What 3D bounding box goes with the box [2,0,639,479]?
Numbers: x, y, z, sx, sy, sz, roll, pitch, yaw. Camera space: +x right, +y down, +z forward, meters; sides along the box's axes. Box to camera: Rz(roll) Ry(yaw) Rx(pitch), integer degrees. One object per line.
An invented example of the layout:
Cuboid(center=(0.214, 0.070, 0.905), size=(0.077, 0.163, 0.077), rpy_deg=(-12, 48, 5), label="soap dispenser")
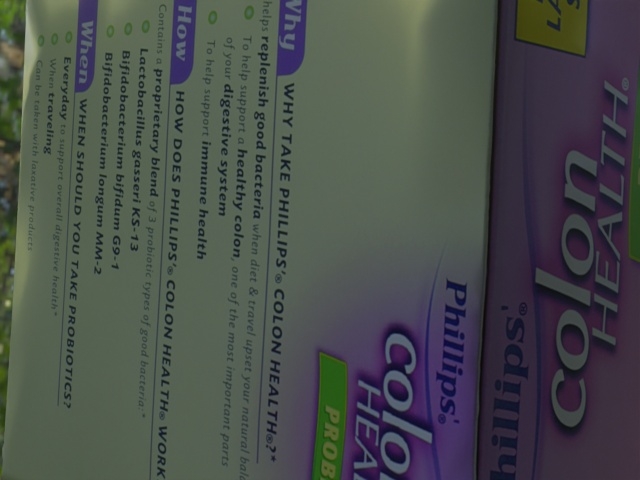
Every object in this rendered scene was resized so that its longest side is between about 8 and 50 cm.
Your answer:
Cuboid(center=(0.000, 0.000, 0.476), size=(0.243, 0.213, 0.117), rpy_deg=(2, -1, 44), label="box")
